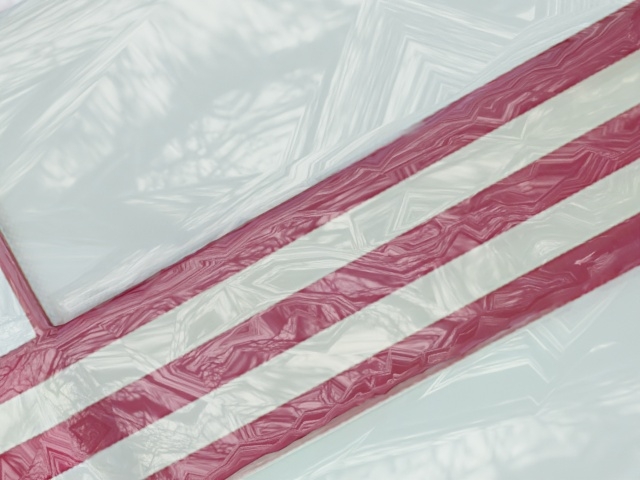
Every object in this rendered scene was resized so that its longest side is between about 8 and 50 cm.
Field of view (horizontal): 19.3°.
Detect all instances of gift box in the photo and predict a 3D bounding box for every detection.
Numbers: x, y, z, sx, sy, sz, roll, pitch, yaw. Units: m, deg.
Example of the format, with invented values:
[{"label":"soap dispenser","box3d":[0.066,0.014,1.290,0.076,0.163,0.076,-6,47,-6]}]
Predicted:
[{"label":"gift box","box3d":[0.000,0.000,0.578,0.276,0.258,0.255,61,-169,6]}]
